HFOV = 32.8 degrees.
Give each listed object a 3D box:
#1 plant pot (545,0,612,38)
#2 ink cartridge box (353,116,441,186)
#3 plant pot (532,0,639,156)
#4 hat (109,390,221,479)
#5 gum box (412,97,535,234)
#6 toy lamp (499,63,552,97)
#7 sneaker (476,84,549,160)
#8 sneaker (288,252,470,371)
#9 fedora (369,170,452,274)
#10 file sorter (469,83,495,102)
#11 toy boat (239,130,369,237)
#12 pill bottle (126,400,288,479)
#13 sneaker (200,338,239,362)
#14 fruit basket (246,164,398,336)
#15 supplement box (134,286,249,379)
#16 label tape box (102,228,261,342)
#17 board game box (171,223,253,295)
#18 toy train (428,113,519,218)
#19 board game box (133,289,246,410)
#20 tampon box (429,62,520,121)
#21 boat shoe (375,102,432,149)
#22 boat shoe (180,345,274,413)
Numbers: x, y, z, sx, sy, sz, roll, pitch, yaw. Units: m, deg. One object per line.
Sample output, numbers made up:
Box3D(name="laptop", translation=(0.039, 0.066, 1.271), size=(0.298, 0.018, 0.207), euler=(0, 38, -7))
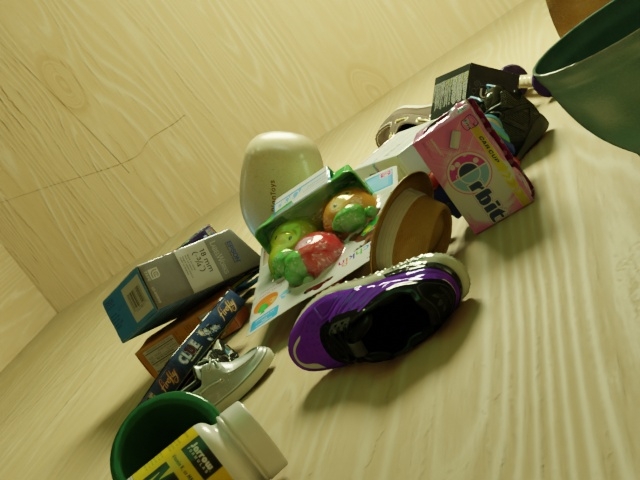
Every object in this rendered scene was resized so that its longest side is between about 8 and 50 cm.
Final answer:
Box3D(name="plant pot", translation=(0.634, -0.577, 2.379), size=(0.254, 0.237, 0.237), euler=(-15, 19, 25))
Box3D(name="ink cartridge box", translation=(0.187, -0.173, 2.313), size=(0.154, 0.093, 0.212), euler=(-40, 13, -22))
Box3D(name="plant pot", translation=(0.453, -0.221, 1.417), size=(0.293, 0.196, 0.293), euler=(-34, 11, 8))
Box3D(name="hat", translation=(-0.188, 0.324, 1.548), size=(0.173, 0.183, 0.208), euler=(-45, 54, -11))
Box3D(name="gum box", translation=(0.234, -0.118, 1.676), size=(0.107, 0.188, 0.062), euler=(-32, 13, 22))
Box3D(name="toy lamp", translation=(0.434, -0.337, 2.298), size=(0.080, 0.080, 0.275), euler=(-37, 13, -5))
Box3D(name="sneaker", translation=(0.304, -0.185, 1.914), size=(0.227, 0.130, 0.087), euler=(-49, 16, -29))
Box3D(name="sneaker", translation=(0.055, 0.117, 1.462), size=(0.293, 0.102, 0.146), euler=(-30, 13, 31))
Box3D(name="fedora", translation=(0.149, -0.007, 1.673), size=(0.079, 0.194, 0.194), euler=(20, 45, 29))
Box3D(name="file sorter", translation=(0.296, -0.215, 2.123), size=(0.170, 0.104, 0.118), euler=(-36, 10, 3))
Box3D(name="toy boat", translation=(-0.011, -0.091, 2.267), size=(0.318, 0.267, 0.148), euler=(9, 20, 13))
Box3D(name="pill bottle", translation=(-0.149, 0.295, 1.295), size=(0.208, 0.119, 0.119), euler=(-39, 11, -12))
Box3D(name="sneaker", translation=(-0.184, 0.228, 1.889), size=(0.073, 0.063, 0.162), euler=(-49, 2, 7))
Box3D(name="fruit basket", translation=(0.000, 0.000, 1.982), size=(0.327, 0.165, 0.353), euler=(-33, 15, 17))
Box3D(name="supplement box", translation=(-0.261, 0.189, 2.210), size=(0.233, 0.080, 0.078), euler=(-30, 11, 20))
Box3D(name="label tape box", translation=(-0.257, 0.077, 2.258), size=(0.334, 0.106, 0.241), euler=(-24, -8, -34))
Box3D(name="board game box", translation=(-0.253, 0.072, 2.429), size=(0.141, 0.170, 0.048), euler=(-40, 10, -23))
Box3D(name="toy train", translation=(0.223, -0.095, 1.808), size=(0.248, 0.105, 0.143), euler=(-52, 8, 26))
Box3D(name="board game box", translation=(-0.237, 0.211, 1.984), size=(0.165, 0.042, 0.243), euler=(-54, -1, 35))
Box3D(name="tampon box", translation=(0.320, -0.296, 2.269), size=(0.161, 0.120, 0.101), euler=(171, 108, -69))
Box3D(name="boat shoe", translation=(0.213, -0.243, 2.485), size=(0.097, 0.116, 0.324), euler=(-38, 16, -27))
Box3D(name="boat shoe", translation=(-0.177, 0.233, 1.742), size=(0.227, 0.081, 0.079), euler=(-39, 11, -15))
